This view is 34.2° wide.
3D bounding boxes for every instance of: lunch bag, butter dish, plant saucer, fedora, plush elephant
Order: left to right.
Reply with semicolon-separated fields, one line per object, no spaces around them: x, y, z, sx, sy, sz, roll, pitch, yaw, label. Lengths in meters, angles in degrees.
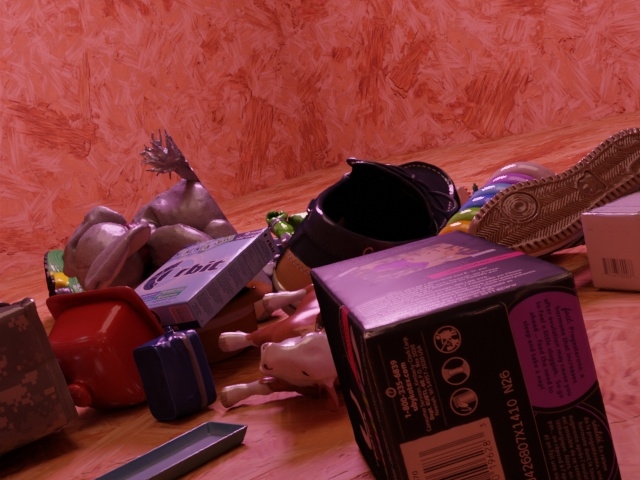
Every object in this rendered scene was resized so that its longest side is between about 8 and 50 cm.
-0.433;0.177;1.197;0.235;0.169;0.287;-22;3;-25;lunch bag
-0.262;0.148;1.240;0.160;0.160;0.118;-8;34;34;butter dish
-0.156;0.213;0.963;0.192;0.018;0.067;-21;10;-41;plant saucer
-0.255;0.033;1.594;0.255;0.330;0.272;-34;18;-7;plush elephant
-0.158;0.144;1.152;0.065;0.098;0.067;-17;3;-37;lunch bag
-0.146;0.115;1.381;0.194;0.079;0.194;-16;8;2;fedora

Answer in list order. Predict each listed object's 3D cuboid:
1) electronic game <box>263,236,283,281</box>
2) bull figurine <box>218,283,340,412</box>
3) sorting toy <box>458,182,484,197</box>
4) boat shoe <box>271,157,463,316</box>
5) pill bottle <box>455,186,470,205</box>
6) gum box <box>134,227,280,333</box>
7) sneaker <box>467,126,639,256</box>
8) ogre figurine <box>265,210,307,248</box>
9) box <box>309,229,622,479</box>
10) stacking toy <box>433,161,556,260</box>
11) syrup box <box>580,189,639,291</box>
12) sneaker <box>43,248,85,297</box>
-0.086;0.038;1.915;0.229;0.048;0.229;-8;14;2;electronic game
-0.005;0.105;1.132;0.188;0.101;0.310;-12;9;31;bull figurine
0.321;-0.101;2.161;0.102;0.042;0.061;-15;8;-1;sorting toy
0.098;-0.033;1.484;0.186;0.156;0.500;30;29;15;boat shoe
0.162;-0.035;1.767;0.180;0.108;0.108;-10;9;29;pill bottle
-0.163;0.055;1.325;0.157;0.041;0.184;-12;21;38;gum box
0.309;-0.021;1.313;0.282;0.099;0.153;-29;-30;-12;sneaker
0.000;0.000;1.804;0.097;0.197;0.118;-53;11;20;ogre figurine
0.092;0.098;0.777;0.143;0.165;0.270;-15;8;-5;box
0.208;0.009;1.355;0.141;0.141;0.330;-8;16;40;stacking toy
0.429;-0.021;1.228;0.237;0.096;0.093;-19;11;-29;syrup box
-0.448;0.094;1.999;0.146;0.134;0.343;-10;15;-18;sneaker
